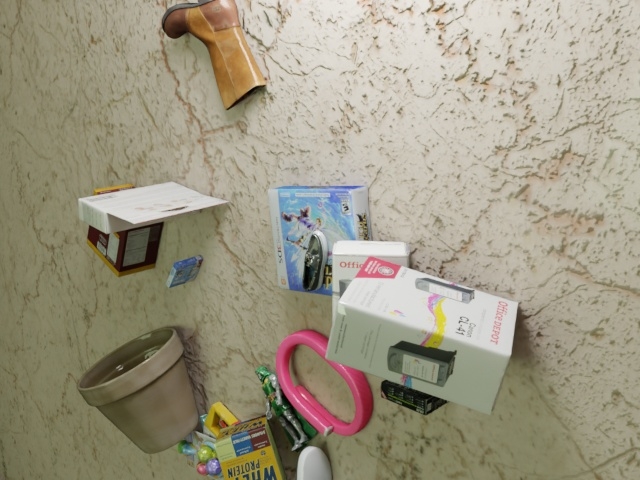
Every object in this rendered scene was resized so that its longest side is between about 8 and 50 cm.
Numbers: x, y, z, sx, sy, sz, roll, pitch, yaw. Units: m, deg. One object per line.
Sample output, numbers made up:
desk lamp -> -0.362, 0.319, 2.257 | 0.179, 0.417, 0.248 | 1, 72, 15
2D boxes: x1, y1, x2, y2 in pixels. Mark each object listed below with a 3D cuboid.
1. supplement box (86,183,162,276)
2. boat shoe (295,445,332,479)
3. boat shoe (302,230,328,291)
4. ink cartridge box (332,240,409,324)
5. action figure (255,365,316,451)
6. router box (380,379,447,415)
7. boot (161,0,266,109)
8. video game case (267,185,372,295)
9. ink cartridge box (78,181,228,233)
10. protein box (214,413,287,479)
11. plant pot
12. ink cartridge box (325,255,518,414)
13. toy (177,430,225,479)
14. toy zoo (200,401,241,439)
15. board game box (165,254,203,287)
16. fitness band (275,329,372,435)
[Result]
supplement box -> -0.587, -0.033, 2.206 | 0.191, 0.129, 0.194 | 39, 126, 31
boat shoe -> -0.031, 0.655, 1.872 | 0.102, 0.108, 0.302 | 7, 114, 42
boat shoe -> -0.015, 0.049, 1.633 | 0.049, 0.040, 0.142 | 22, 117, 39
ink cartridge box -> 0.104, 0.116, 1.537 | 0.158, 0.092, 0.218 | 1, 104, 5
action figure -> -0.103, 0.427, 1.907 | 0.232, 0.063, 0.137 | 57, 137, 22
router box -> 0.200, 0.316, 1.545 | 0.122, 0.092, 0.038 | 15, 112, 42
boot -> -0.263, -0.460, 1.816 | 0.264, 0.096, 0.281 | -17, 96, 39
video game case -> 0.000, 0.000, 1.679 | 0.269, 0.061, 0.245 | 4, 105, 44
ink cartridge box -> -0.432, -0.076, 1.918 | 0.261, 0.296, 0.066 | 21, 116, 40
protein box -> -0.174, 0.576, 1.892 | 0.201, 0.135, 0.200 | 129, 124, -85
plant pot -> -0.506, 0.457, 2.173 | 0.323, 0.323, 0.281 | -11, 110, 46
ink cartridge box -> 0.191, 0.163, 1.344 | 0.306, 0.226, 0.131 | 16, 114, 12
toy -> -0.341, 0.644, 2.162 | 0.237, 0.056, 0.137 | 10, 110, 44
toy zoo -> -0.257, 0.600, 2.127 | 0.293, 0.030, 0.192 | 37, 126, 32
board game box -> -0.380, 0.087, 2.061 | 0.020, 0.090, 0.090 | 48, 131, 23
fitness band -> 0.003, 0.346, 1.779 | 0.290, 0.054, 0.209 | 38, 125, 30
